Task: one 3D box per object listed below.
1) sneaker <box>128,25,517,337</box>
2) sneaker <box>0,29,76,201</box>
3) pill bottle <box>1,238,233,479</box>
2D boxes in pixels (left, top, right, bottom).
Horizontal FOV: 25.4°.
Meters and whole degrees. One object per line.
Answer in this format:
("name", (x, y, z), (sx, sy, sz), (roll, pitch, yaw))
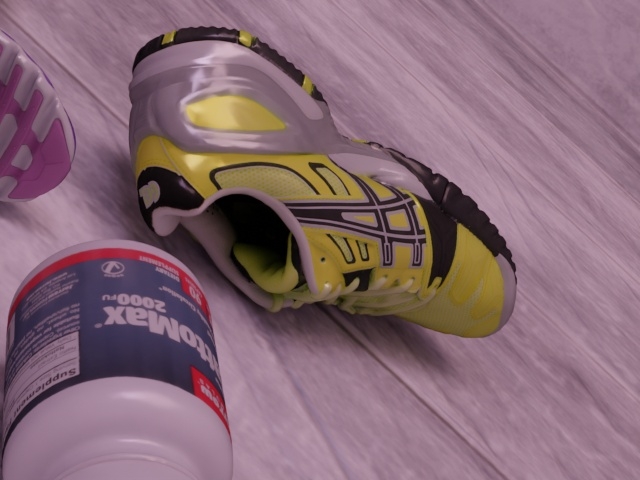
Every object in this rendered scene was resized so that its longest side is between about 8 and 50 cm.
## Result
("sneaker", (0.000, 0.000, 1.059), (0.385, 0.145, 0.147), (31, 54, -34))
("sneaker", (-0.243, -0.121, 0.876), (0.236, 0.095, 0.104), (39, 13, -5))
("pill bottle", (-0.098, 0.090, 0.683), (0.108, 0.108, 0.180), (31, 23, -28))
